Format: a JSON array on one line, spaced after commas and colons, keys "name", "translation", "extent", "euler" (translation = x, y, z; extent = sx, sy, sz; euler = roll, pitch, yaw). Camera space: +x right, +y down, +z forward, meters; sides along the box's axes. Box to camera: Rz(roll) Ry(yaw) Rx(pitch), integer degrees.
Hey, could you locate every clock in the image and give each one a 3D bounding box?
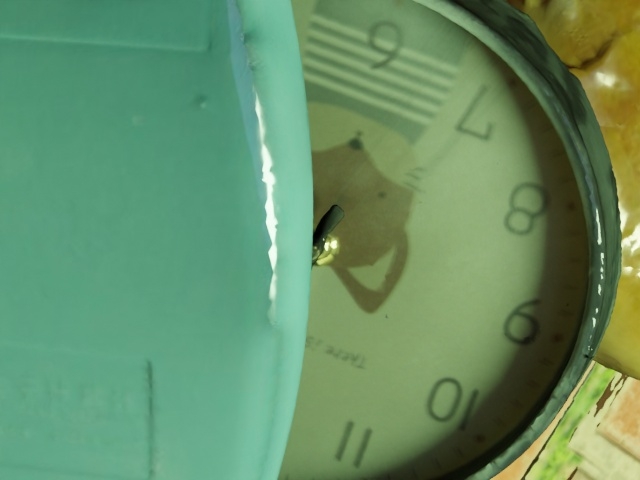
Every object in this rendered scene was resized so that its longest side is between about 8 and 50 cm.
[{"name": "clock", "translation": [0.000, 0.000, 0.964], "extent": [0.325, 0.067, 0.325], "euler": [3, 104, 12]}]

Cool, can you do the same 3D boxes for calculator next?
[{"name": "calculator", "translation": [-0.132, 0.004, 0.933], "extent": [0.256, 0.054, 0.386], "euler": [5, 109, 11]}]

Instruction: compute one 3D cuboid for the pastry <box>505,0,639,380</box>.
[{"name": "pastry", "translation": [0.193, -0.074, 1.087], "extent": [0.284, 0.184, 0.316], "euler": [-21, 105, -30]}]
